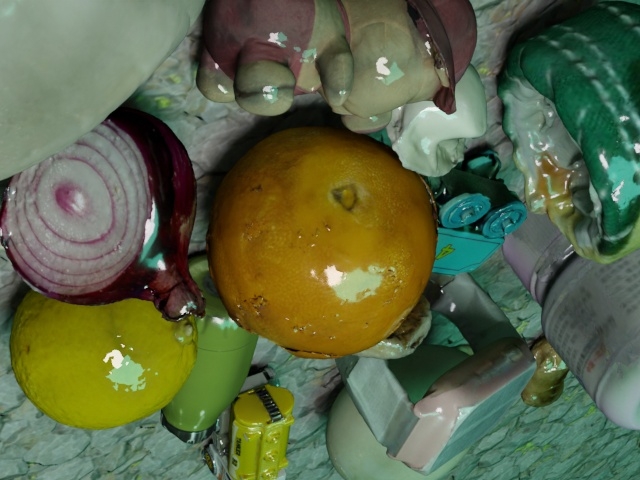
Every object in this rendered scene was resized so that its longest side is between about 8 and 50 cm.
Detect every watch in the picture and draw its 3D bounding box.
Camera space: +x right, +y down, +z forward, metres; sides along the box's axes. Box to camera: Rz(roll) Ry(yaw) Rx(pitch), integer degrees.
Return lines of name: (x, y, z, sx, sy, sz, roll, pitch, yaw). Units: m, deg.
watch: (0.127, 0.129, 1.429, 0.253, 0.241, 0.161, -23, 151, -43)

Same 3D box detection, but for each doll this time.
doll: (0.024, -0.173, 1.042, 0.256, 0.196, 0.152, -7, 137, -23)

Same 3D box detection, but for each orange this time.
orange: (0.000, 0.000, 1.186, 0.240, 0.240, 0.240, -21, 143, -17)

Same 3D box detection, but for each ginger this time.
ginger: (0.366, 0.217, 1.878, 0.095, 0.069, 0.190, -15, 142, -17)

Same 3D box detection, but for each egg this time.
egg: (0.120, 0.247, 1.615, 0.253, 0.186, 0.186, -43, 144, 10)

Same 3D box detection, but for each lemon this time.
lemon: (-0.217, 0.104, 1.179, 0.203, 0.178, 0.178, -10, 155, 27)

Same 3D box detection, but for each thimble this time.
thimble: (0.316, -0.115, 1.283, 0.167, 0.254, 0.288, -26, 157, -7)

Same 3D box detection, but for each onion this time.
onion: (-0.173, -0.010, 1.056, 0.195, 0.218, 0.140, -50, 170, 12)

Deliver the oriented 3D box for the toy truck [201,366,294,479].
toy truck: (-0.092, 0.264, 1.530, 0.098, 0.114, 0.227, -17, 142, -22)

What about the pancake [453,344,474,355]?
pancake: (0.200, 0.218, 1.784, 0.158, 0.028, 0.158, -23, 144, -19)

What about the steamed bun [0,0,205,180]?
steamed bun: (-0.234, -0.171, 0.790, 0.384, 0.236, 0.247, -32, 147, -2)

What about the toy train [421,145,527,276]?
toy train: (0.152, -0.034, 1.382, 0.198, 0.107, 0.154, 11, 133, -45)

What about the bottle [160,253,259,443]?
bottle: (-0.136, 0.137, 1.344, 0.112, 0.112, 0.260, -12, 140, -28)

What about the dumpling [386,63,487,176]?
dumpling: (0.125, -0.140, 1.193, 0.092, 0.176, 0.150, -26, 133, 20)

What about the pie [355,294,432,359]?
pie: (0.031, 0.071, 1.338, 0.195, 0.195, 0.046, -12, 128, -28)

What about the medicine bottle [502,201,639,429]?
medicine bottle: (0.401, 0.067, 1.524, 0.241, 0.302, 0.241, -21, 143, -16)
